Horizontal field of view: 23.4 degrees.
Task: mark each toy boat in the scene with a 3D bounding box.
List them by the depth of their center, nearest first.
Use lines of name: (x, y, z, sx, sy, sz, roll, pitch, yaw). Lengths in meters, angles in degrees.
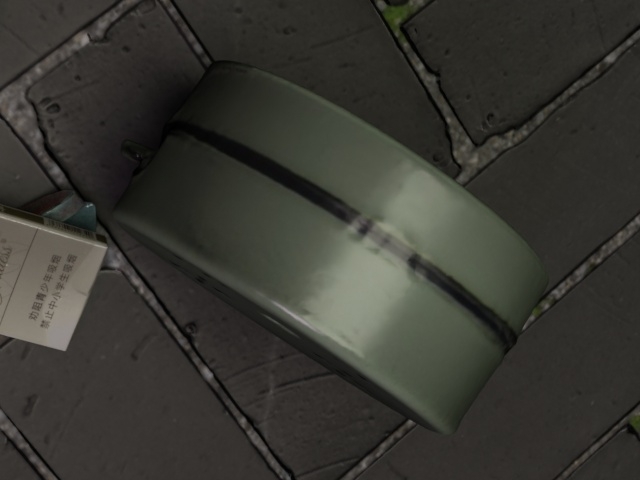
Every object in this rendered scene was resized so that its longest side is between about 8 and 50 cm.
toy boat: (-0.224, 0.022, 1.337, 0.096, 0.034, 0.122, -28, 119, -13)

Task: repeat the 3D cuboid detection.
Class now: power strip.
power strip: (0.000, 0.000, 1.265, 0.357, 0.357, 0.161, 36, 84, -25)

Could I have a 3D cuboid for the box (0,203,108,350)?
box: (-0.287, 0.018, 1.281, 0.198, 0.029, 0.109, 17, 110, -20)
